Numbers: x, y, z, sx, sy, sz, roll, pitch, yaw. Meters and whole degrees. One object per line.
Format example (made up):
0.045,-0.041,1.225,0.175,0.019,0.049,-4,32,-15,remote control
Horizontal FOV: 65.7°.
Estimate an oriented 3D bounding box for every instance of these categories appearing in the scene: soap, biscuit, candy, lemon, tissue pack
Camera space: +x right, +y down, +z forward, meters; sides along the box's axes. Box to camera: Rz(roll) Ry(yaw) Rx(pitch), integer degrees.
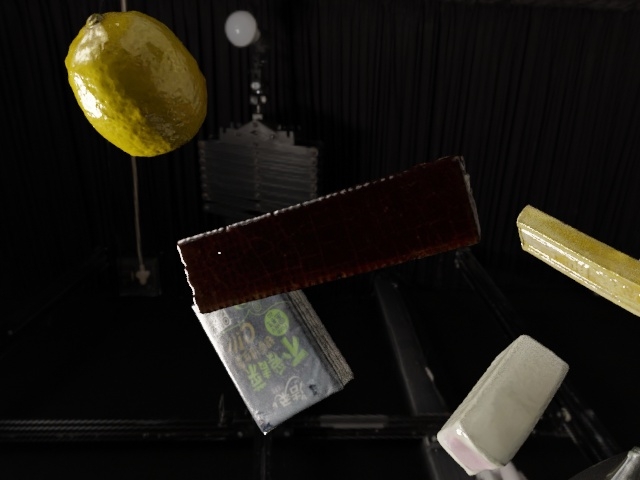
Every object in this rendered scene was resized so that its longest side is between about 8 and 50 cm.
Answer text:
0.383,0.039,0.675,0.037,0.092,0.252,-47,-130,-7,soap
0.000,0.000,0.628,0.388,0.107,0.073,-16,-178,16,biscuit
0.466,0.426,1.284,0.145,0.208,0.358,42,-119,17,candy
-0.331,-0.281,0.917,0.233,0.288,0.234,-10,-124,15,lemon
-0.134,0.265,1.302,0.394,0.288,0.124,58,-155,9,tissue pack

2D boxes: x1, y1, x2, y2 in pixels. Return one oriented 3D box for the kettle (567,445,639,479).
0.380,0.395,0.594,0.290,0.268,0.207,-42,-164,-8,kettle
